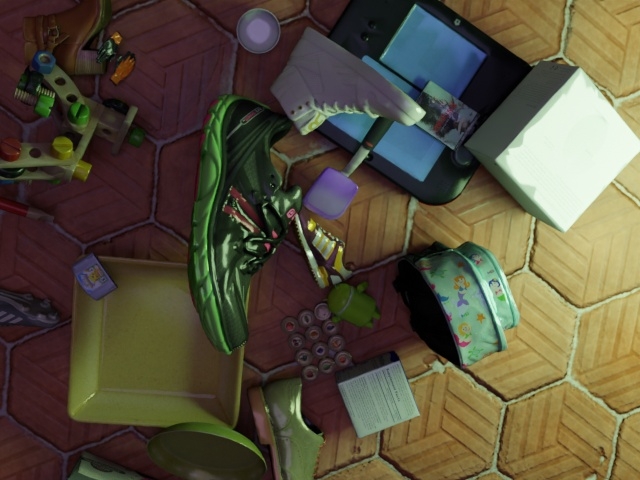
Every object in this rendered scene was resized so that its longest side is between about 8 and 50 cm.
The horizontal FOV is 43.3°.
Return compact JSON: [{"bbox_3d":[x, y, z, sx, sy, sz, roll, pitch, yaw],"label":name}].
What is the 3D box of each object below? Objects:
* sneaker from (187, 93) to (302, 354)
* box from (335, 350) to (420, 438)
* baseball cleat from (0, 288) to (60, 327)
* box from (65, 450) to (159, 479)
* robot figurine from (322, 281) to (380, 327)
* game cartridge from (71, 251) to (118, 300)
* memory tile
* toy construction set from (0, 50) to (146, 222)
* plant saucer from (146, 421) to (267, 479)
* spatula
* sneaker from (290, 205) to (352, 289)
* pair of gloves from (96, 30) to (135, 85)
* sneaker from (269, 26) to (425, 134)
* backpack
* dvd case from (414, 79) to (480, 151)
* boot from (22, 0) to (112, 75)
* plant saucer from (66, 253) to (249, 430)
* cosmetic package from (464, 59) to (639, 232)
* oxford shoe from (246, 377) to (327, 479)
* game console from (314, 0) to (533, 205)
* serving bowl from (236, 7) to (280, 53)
[{"bbox_3d":[-0.134,-0.034,1.467,0.202,0.185,0.483,6,81,-8],"label":"sneaker"},{"bbox_3d":[0.114,0.311,1.637,0.137,0.072,0.126,-20,99,0],"label":"box"},{"bbox_3d":[-0.614,0.146,1.574,0.206,0.072,0.109,22,110,-2],"label":"baseball cleat"},{"bbox_3d":[-0.395,0.542,1.592,0.247,0.163,0.142,25,93,-7],"label":"box"},{"bbox_3d":[0.063,0.129,1.603,0.115,0.067,0.101,29,113,-19],"label":"robot figurine"},{"bbox_3d":[-0.426,0.069,1.514,0.056,0.017,0.083,-33,99,5],"label":"game cartridge"},{"bbox_3d":[-0.007,0.208,1.643,0.113,0.012,0.148,-23,99,0],"label":"memory tile"},{"bbox_3d":[-0.461,-0.159,1.471,0.237,0.257,0.309,21,121,-22],"label":"toy construction set"},{"bbox_3d":[-0.221,0.418,1.590,0.241,0.037,0.241,6,140,5],"label":"plant saucer"},{"bbox_3d":[0.075,-0.160,1.522,0.084,0.030,0.296,33,119,-9],"label":"spatula"},{"bbox_3d":[0.000,0.000,1.590,0.084,0.069,0.185,-23,106,-8],"label":"sneaker"},{"bbox_3d":[-0.380,-0.339,1.503,0.010,0.083,0.074,19,66,33],"label":"pair of gloves"},{"bbox_3d":[0.038,-0.242,1.438,0.292,0.108,0.169,39,97,29],"label":"sneaker"},{"bbox_3d":[0.261,0.119,1.526,0.191,0.253,0.225,-22,99,0],"label":"backpack"},{"bbox_3d":[0.233,-0.237,1.540,0.119,0.013,0.087,34,91,-9],"label":"dvd case"},{"bbox_3d":[-0.471,-0.406,1.491,0.152,0.073,0.197,6,96,-1],"label":"boot"},{"bbox_3d":[-0.315,0.197,1.587,0.333,0.081,0.333,5,97,-4],"label":"plant saucer"},{"bbox_3d":[0.439,-0.178,1.527,0.224,0.138,0.225,41,91,-24],"label":"cosmetic package"},{"bbox_3d":[-0.040,0.444,1.625,0.130,0.123,0.348,-18,100,-6],"label":"oxford shoe"},{"bbox_3d":[0.176,-0.290,1.557,0.386,0.060,0.342,33,95,-9],"label":"game console"},{"bbox_3d":[-0.118,-0.398,1.536,0.083,0.027,0.083,-1,98,-4],"label":"serving bowl"}]
